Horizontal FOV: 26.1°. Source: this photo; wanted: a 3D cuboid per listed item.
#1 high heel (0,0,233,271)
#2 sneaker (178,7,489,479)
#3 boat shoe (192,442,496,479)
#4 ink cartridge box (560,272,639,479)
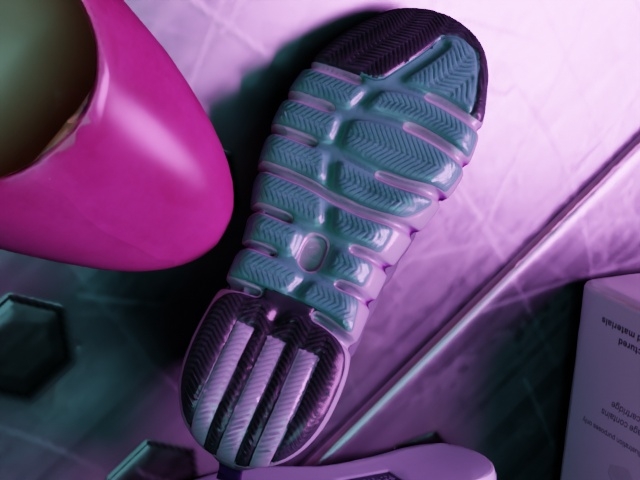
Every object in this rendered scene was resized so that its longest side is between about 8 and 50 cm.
[{"bbox_3d":[-0.147,-0.077,0.424,0.377,0.181,0.127,32,88,-33],"label":"high heel"},{"bbox_3d":[0.000,0.000,0.611,0.083,0.098,0.223,29,70,3],"label":"sneaker"},{"bbox_3d":[0.004,0.152,0.652,0.183,0.065,0.083,-3,106,-30],"label":"boat shoe"},{"bbox_3d":[0.237,0.156,0.754,0.197,0.114,0.272,-6,110,-28],"label":"ink cartridge box"}]
